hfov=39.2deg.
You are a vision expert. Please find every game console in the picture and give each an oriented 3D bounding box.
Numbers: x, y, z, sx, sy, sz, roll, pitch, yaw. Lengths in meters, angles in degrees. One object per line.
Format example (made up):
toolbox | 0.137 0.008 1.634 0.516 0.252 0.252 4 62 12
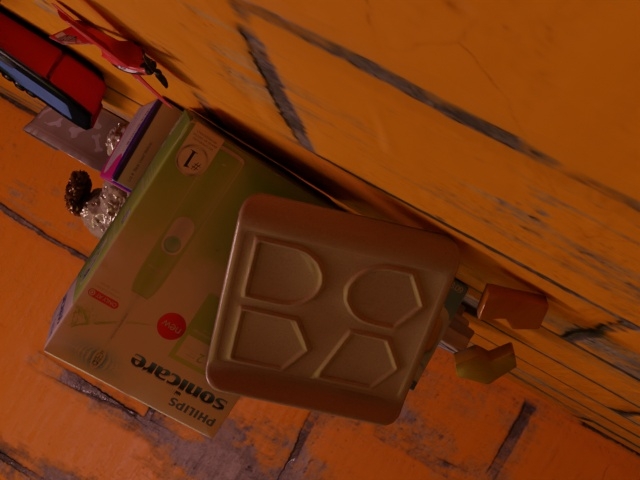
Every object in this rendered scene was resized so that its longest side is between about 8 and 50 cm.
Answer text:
game console | -0.444 -0.265 1.194 0.342 0.060 0.386 31 175 -14

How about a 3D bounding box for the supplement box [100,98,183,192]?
supplement box | -0.194 -0.098 1.115 0.114 0.111 0.220 31 176 -19

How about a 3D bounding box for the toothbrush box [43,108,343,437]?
toothbrush box | -0.131 0.033 0.972 0.206 0.283 0.122 33 -173 -17

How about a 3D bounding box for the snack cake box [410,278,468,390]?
snack cake box | 0.032 0.056 1.127 0.264 0.152 0.089 30 175 -13

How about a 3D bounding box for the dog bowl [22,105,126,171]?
dog bowl | -0.368 -0.154 1.662 0.349 0.102 0.349 30 176 2

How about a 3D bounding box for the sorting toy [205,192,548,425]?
sorting toy | 0.052 0.082 0.898 0.307 0.229 0.041 13 -150 -5

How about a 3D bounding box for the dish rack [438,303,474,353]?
dish rack | 0.084 0.068 1.434 0.333 0.072 0.285 31 176 -13

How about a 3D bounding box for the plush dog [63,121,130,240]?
plush dog | -0.284 -0.040 1.440 0.262 0.210 0.225 31 155 -36

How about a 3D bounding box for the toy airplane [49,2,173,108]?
toy airplane | -0.189 -0.170 0.799 0.151 0.028 0.151 31 174 3
